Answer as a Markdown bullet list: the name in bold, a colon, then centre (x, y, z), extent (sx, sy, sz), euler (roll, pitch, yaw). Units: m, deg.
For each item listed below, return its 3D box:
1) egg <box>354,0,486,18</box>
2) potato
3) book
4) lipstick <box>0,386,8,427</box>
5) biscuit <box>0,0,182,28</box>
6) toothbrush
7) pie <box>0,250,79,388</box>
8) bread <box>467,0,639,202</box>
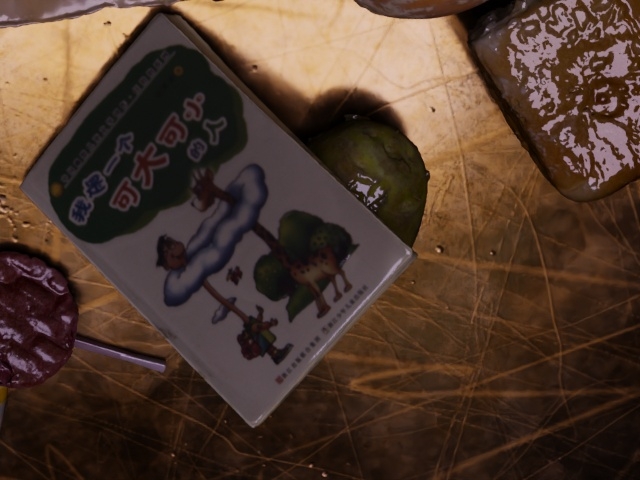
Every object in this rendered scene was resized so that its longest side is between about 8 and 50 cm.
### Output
- **egg**: centre (0.121, -0.320, 1.393), extent (0.245, 0.203, 0.203), euler (-44, 110, -8)
- **potato**: centre (0.000, 0.000, 1.546), extent (0.176, 0.141, 0.298), euler (40, 106, 2)
- **book**: centre (-0.114, -0.023, 1.484), extent (0.371, 0.043, 0.260), euler (44, 105, 10)
- **lipstick**: centre (-0.404, 0.243, 1.642), extent (0.059, 0.059, 0.264), euler (11, 110, -10)
- **biscuit**: centre (-0.317, -0.398, 1.372), extent (0.429, 0.104, 0.446), euler (-15, 111, 2)
- **toothbrush**: centre (-0.270, 0.116, 1.629), extent (0.194, 0.014, 0.017), euler (20, 108, -13)
- **pie**: centre (-0.339, 0.090, 1.570), extent (0.154, 0.038, 0.153), euler (4, 79, -20)
- **bread**: centre (0.273, -0.186, 1.481), extent (0.195, 0.176, 0.246), euler (-31, 103, 7)
